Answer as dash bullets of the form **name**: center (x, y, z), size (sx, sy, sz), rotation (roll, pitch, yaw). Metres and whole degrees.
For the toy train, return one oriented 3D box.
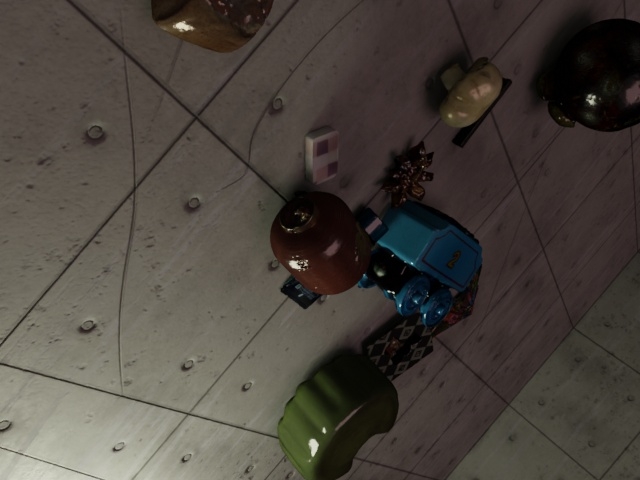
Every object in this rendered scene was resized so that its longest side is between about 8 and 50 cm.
- **toy train**: center (0.250, 0.055, 1.435), size (0.300, 0.188, 0.265), rotation (26, 96, -51)

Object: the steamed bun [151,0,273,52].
- **steamed bun**: center (-0.129, -0.340, 0.778), size (0.144, 0.106, 0.175), rotation (11, 110, -49)

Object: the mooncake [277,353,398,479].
- **mooncake**: center (0.045, 0.473, 1.576), size (0.351, 0.187, 0.351), rotation (-28, 141, -25)

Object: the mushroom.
- **mushroom**: center (0.307, -0.315, 1.237), size (0.154, 0.122, 0.154), rotation (-48, -179, 1)

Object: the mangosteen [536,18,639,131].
- **mangosteen**: center (0.699, -0.399, 1.450), size (0.288, 0.288, 0.288), rotation (-26, 137, -28)

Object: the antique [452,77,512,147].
- **antique**: center (0.382, -0.304, 1.386), size (0.192, 0.031, 0.015), rotation (-53, 136, 4)

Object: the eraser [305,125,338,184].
- **eraser**: center (0.003, -0.163, 1.125), size (0.065, 0.026, 0.105), rotation (-29, 138, -29)

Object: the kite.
- **kite**: center (0.448, 0.221, 1.910), size (0.321, 0.016, 0.234), rotation (-53, 144, 5)

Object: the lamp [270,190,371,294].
- **lamp**: center (0.000, 0.000, 1.151), size (0.180, 0.180, 0.258), rotation (-45, 141, -6)

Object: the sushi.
- **sushi**: center (0.228, 0.308, 1.735), size (0.219, 0.047, 0.231), rotation (-32, 135, -15)

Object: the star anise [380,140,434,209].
- **star anise**: center (0.199, -0.144, 1.317), size (0.167, 0.057, 0.168), rotation (-26, 140, -24)

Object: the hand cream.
- **hand cream**: center (0.035, 0.044, 1.313), size (0.270, 0.061, 0.120), rotation (-45, 141, 1)
